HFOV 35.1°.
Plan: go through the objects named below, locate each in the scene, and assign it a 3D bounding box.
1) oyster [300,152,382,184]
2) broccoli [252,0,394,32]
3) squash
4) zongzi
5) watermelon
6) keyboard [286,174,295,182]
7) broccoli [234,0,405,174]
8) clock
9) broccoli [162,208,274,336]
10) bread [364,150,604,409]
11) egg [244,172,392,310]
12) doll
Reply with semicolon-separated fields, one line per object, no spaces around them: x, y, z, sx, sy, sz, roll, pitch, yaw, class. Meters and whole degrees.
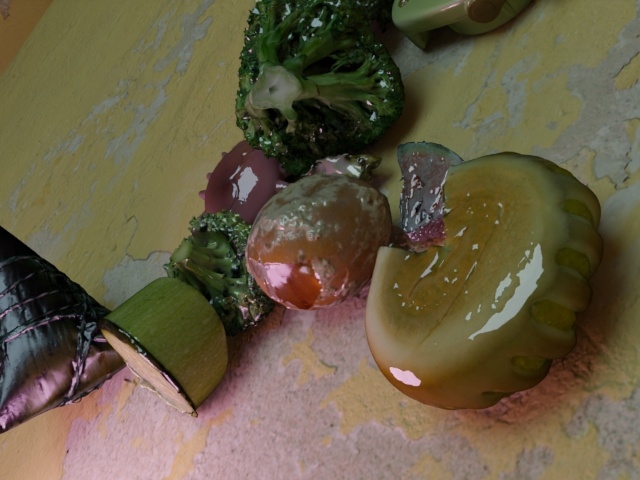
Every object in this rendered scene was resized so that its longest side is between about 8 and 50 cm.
0.012;-0.063;1.639;0.133;0.072;0.209;34;106;42;oyster
0.007;-0.439;1.841;0.260;0.235;0.288;-39;1;17;broccoli
-0.244;0.173;1.615;0.220;0.220;0.133;4;42;51;squash
-0.539;0.125;1.878;0.319;0.362;0.383;-30;27;-19;zongzi
0.166;-0.060;1.460;0.187;0.071;0.139;37;97;47;watermelon
-0.071;-0.118;1.827;0.198;0.010;0.063;-36;40;23;keyboard
-0.017;-0.251;1.643;0.308;0.308;0.275;-41;1;17;broccoli
0.268;-0.436;1.639;0.308;0.096;0.235;1;60;50;clock
-0.158;0.056;1.636;0.198;0.176;0.226;-61;11;13;broccoli
0.205;0.057;1.223;0.333;0.160;0.333;-30;42;31;bread
0.000;0.000;1.486;0.233;0.195;0.195;-25;42;18;egg
-0.137;-0.082;1.790;0.211;0.093;0.262;9;76;39;doll
